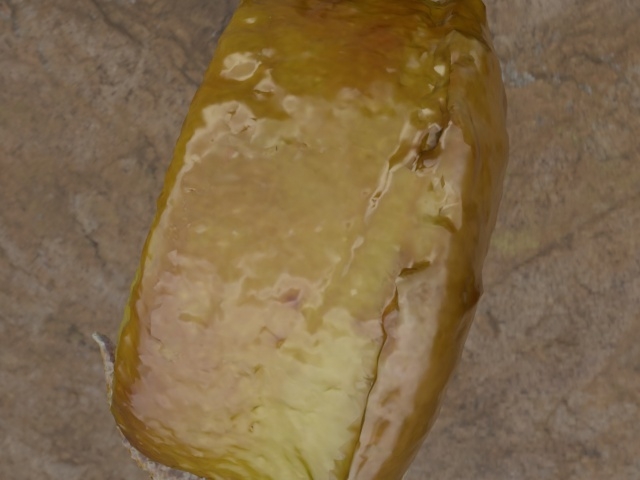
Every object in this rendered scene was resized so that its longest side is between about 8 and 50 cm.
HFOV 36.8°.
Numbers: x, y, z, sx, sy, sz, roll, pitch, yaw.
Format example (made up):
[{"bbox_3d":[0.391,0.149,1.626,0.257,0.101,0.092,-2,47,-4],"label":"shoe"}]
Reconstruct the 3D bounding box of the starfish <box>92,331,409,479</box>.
[{"bbox_3d":[-0.085,0.213,0.802,0.299,0.302,0.060,18,164,0],"label":"starfish"}]

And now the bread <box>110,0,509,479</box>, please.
[{"bbox_3d":[0.000,0.000,0.440,0.146,0.268,0.268,17,120,-2],"label":"bread"}]
